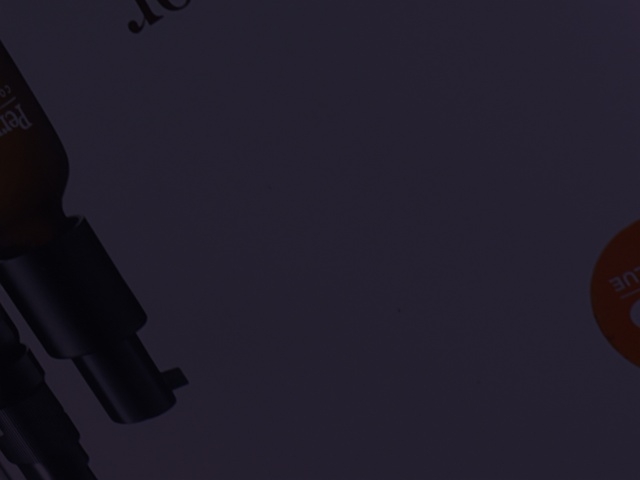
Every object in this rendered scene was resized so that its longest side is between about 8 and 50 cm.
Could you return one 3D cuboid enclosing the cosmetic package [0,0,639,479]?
[{"bbox_3d":[-0.040,-0.008,0.406,0.284,0.377,0.097,58,30,-15],"label":"cosmetic package"}]
